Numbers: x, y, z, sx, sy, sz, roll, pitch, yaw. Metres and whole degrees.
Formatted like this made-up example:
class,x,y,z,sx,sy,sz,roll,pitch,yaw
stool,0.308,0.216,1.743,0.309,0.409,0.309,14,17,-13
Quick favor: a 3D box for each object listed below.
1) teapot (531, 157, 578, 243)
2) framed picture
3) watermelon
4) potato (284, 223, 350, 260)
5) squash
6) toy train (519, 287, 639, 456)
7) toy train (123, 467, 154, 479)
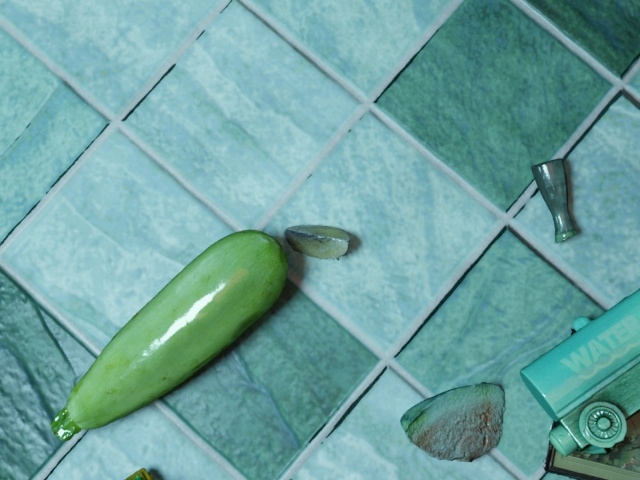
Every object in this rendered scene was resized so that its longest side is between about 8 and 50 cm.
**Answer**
class,x,y,z,sx,sy,sz,roll,pitch,yaw
teapot,0.319,-0.053,1.037,0.042,0.043,0.111,-14,89,0
framed picture,0.409,0.235,1.021,0.199,0.010,0.195,14,85,2
watermelon,0.163,0.234,0.986,0.180,0.081,0.094,11,61,-32
potato,0.001,0.001,1.042,0.093,0.036,0.037,11,122,20
squash,-0.190,0.127,0.993,0.370,0.118,0.118,-43,85,0
toy train,0.379,0.164,0.984,0.248,0.101,0.159,-33,69,-3
toy train,-0.274,0.366,0.948,0.227,0.136,0.091,-28,84,-25
